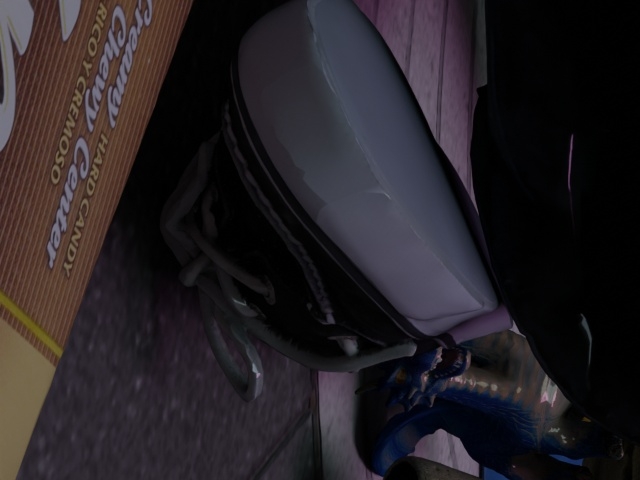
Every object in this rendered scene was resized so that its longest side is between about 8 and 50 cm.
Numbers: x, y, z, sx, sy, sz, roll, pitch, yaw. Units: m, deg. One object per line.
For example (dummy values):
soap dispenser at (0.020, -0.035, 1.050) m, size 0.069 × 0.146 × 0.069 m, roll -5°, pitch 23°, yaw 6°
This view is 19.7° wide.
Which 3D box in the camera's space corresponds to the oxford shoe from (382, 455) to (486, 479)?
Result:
oxford shoe at (0.007, 0.262, 0.822) m, size 0.130 × 0.123 × 0.348 m, roll 36°, pitch 63°, yaw -24°

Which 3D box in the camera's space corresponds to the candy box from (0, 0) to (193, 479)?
candy box at (-0.117, -0.020, 0.353) m, size 0.183 × 0.087 × 0.316 m, roll 67°, pitch 33°, yaw -54°

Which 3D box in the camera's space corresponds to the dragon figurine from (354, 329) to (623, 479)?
dragon figurine at (0.075, 0.083, 0.946) m, size 0.289 × 0.144 × 0.085 m, roll 101°, pitch 1°, yaw -69°

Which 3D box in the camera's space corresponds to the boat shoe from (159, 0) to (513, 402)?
boat shoe at (-0.001, -0.004, 0.670) m, size 0.306 × 0.105 × 0.113 m, roll 29°, pitch 39°, yaw -79°

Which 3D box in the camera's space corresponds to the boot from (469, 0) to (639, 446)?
boot at (0.171, -0.058, 0.829) m, size 0.445 × 0.146 × 0.367 m, roll -78°, pitch 149°, yaw -59°

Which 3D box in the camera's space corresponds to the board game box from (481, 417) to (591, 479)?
board game box at (0.195, 0.218, 1.338) m, size 0.308 × 0.086 × 0.302 m, roll -46°, pitch 138°, yaw -61°

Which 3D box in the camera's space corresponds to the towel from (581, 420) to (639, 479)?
towel at (0.161, 0.090, 0.951) m, size 0.148 × 0.027 × 0.110 m, roll 99°, pitch 3°, yaw -85°
